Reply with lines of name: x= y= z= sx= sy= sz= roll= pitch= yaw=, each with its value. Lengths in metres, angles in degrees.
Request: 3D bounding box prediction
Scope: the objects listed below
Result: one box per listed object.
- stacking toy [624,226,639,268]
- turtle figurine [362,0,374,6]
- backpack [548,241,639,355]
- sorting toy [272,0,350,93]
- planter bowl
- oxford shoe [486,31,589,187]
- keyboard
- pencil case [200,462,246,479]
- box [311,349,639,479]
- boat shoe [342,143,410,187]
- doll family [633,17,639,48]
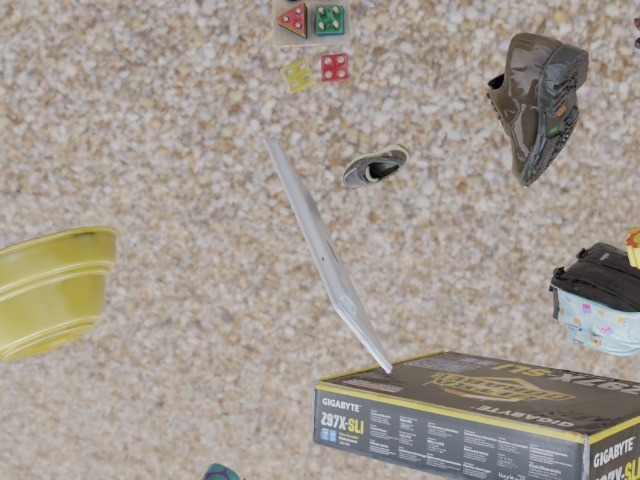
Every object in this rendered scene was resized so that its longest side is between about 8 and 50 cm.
stacking toy: x=0.338 y=0.036 z=0.681 sx=0.221 sy=0.052 sz=0.166 roll=-21 pitch=106 yaw=-2
turtle figurine: x=-0.032 y=-0.431 z=1.226 sx=0.275 sy=0.266 sz=0.198 roll=-13 pitch=157 yaw=25
backpack: x=0.490 y=0.102 z=1.564 sx=0.188 sy=0.166 sz=0.144 roll=14 pitch=126 yaw=49
sorting toy: x=-0.018 y=-0.386 z=1.610 sx=0.132 sy=0.274 sz=0.046 roll=-1 pitch=175 yaw=8
planter bowl: x=-0.298 y=0.068 z=1.006 sx=0.217 sy=0.217 sz=0.090 roll=-29 pitch=81 yaw=41
oxford shoe: x=0.234 y=-0.148 z=1.076 sx=0.096 sy=0.083 sz=0.227 roll=34 pitch=153 yaw=25
keyboard: x=0.000 y=0.000 z=0.717 sx=0.014 sy=0.256 sz=0.072 roll=-29 pitch=123 yaw=4
pencil case: x=-0.168 y=0.402 z=1.420 sx=0.065 sy=0.151 sz=0.070 roll=-5 pitch=116 yaw=24
box: x=0.193 y=0.189 z=1.027 sx=0.322 sy=0.079 sz=0.257 roll=5 pitch=-176 yaw=41
boat shoe: x=0.094 y=-0.130 z=1.752 sx=0.152 sy=0.049 sz=0.056 roll=-27 pitch=113 yaw=41
doll family: x=0.667 y=-0.372 z=1.854 sx=0.111 sy=0.076 sz=0.193 roll=-29 pitch=85 yaw=8
